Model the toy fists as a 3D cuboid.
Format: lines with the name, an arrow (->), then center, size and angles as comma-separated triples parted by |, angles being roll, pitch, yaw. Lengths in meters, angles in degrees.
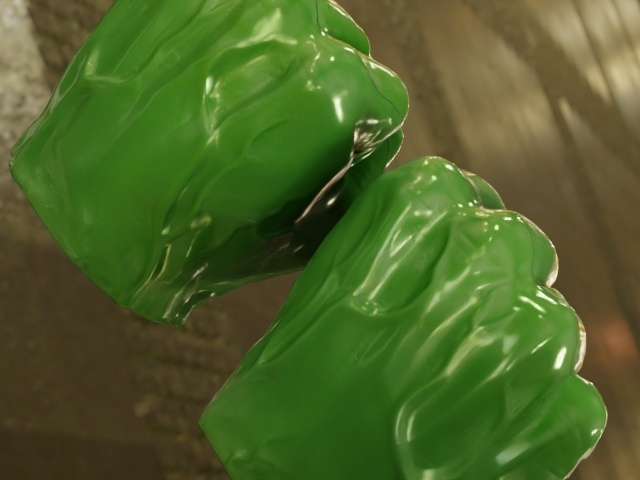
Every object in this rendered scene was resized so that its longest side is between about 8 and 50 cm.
toy fists -> 0.000, 0.000, 0.746 | 0.279, 0.142, 0.096 | 51, 21, 27
